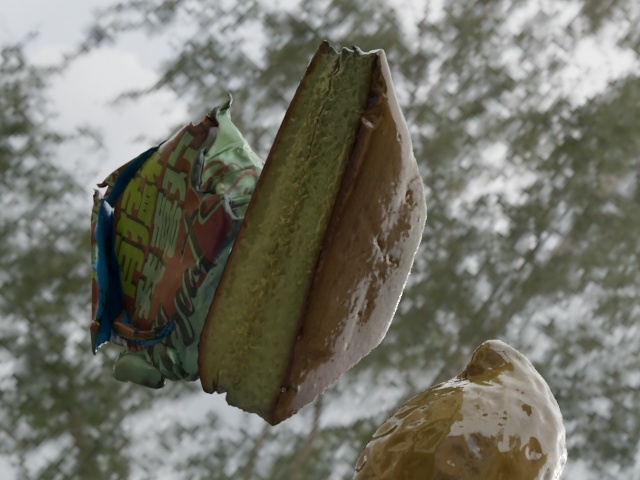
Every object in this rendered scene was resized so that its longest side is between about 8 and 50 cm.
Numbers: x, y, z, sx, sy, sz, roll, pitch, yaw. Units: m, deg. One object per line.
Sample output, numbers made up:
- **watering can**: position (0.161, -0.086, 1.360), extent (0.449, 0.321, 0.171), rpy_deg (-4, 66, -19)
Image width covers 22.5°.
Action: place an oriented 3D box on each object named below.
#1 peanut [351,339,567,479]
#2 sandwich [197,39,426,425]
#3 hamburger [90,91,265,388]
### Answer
- **peanut**: position (0.054, 0.161, 0.825), extent (0.101, 0.263, 0.117), rpy_deg (1, -39, 31)
- **sandwich**: position (0.000, 0.000, 1.079), extent (0.094, 0.258, 0.096), rpy_deg (14, -11, 36)
- **hamburger**: position (-0.104, 0.026, 1.516), extent (0.150, 0.276, 0.260), rpy_deg (24, -62, -39)
